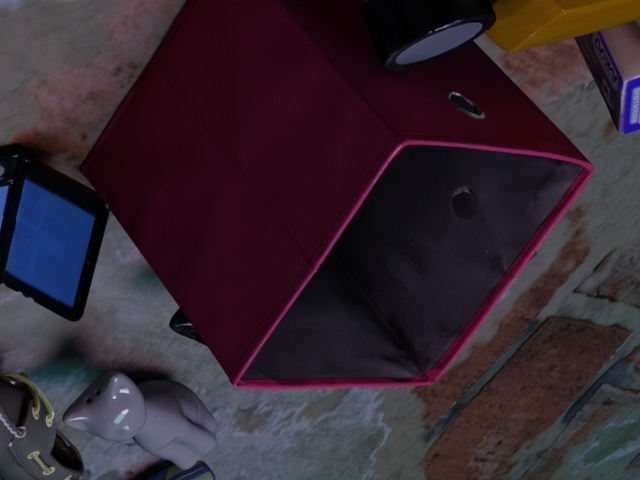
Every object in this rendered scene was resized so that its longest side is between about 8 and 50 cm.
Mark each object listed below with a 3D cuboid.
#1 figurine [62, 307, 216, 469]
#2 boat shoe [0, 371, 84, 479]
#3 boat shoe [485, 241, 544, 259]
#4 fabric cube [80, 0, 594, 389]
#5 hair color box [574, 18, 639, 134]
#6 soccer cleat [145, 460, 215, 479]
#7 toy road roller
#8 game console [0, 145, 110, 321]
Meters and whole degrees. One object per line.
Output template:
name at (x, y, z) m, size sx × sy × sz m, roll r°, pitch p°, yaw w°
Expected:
figurine at (-0.126, 0.121, 1.744) m, size 0.215 × 0.092 × 0.209 m, roll -41°, pitch 159°, yaw 5°
boat shoe at (-0.282, 0.162, 1.661) m, size 0.091 × 0.109 × 0.305 m, roll -32°, pitch 154°, yaw -11°
boat shoe at (0.138, -0.022, 1.842) m, size 0.103 × 0.113 × 0.302 m, roll -45°, pitch 149°, yaw -1°
fabric cube at (0.012, -0.057, 1.533) m, size 0.254 × 0.258 × 0.259 m, roll 5°, pitch 129°, yaw -47°
hair color box at (0.388, -0.245, 1.659) m, size 0.339 × 0.185 × 0.110 m, roll -21°, pitch 156°, yaw -1°
soccer cleat at (-0.145, 0.339, 2.037) m, size 0.121 × 0.093 × 0.289 m, roll -33°, pitch 149°, yaw -21°
toy road roller at (0.163, -0.272, 1.388) m, size 0.330 × 0.202 × 0.240 m, roll -16°, pitch 170°, yaw -35°
game console at (-0.253, 0.005, 1.506) m, size 0.124 × 0.085 × 0.144 m, roll -14°, pitch 141°, yaw -34°
